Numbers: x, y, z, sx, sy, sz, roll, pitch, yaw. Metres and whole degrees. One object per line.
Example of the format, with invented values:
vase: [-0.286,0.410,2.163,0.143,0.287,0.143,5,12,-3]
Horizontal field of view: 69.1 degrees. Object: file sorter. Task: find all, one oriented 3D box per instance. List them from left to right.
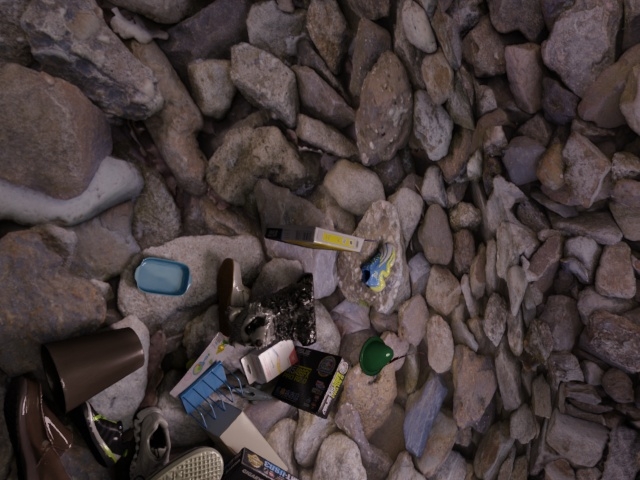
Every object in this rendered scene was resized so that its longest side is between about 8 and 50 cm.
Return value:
file sorter: [-0.355,0.511,1.534,0.170,0.105,0.118,-39,144,-34]

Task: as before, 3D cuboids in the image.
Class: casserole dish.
casserole dish: [-0.506,0.118,1.492,0.189,0.037,0.114,15,79,-40]

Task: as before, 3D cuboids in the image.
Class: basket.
basket: [-0.631,0.341,1.307,0.227,0.154,0.204,-19,107,-43]

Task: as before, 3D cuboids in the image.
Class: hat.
hat: [0.309,0.522,2.081,0.208,0.184,0.173,-50,118,-30]

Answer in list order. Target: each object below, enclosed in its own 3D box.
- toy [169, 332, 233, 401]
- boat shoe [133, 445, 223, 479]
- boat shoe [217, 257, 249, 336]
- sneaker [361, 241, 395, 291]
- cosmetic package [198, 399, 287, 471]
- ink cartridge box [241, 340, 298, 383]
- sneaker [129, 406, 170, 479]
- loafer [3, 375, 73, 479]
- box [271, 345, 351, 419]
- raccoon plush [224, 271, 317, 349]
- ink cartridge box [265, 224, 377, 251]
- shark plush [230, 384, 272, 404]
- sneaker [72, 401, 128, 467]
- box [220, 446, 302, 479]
toy: [-0.402,0.417,1.543,0.237,0.056,0.136,-48,148,-22]
boat shoe: [-0.500,0.774,1.330,0.500,0.156,0.186,-41,108,-14]
boat shoe: [-0.299,0.194,1.632,0.096,0.098,0.276,-4,101,-43]
sneaker: [0.261,0.108,2.115,0.126,0.091,0.240,25,73,-37]
cosmetic package: [-0.263,0.709,1.601,0.113,0.160,0.309,-46,116,-31]
ink cartridge box: [-0.188,0.445,1.733,0.198,0.067,0.115,-27,106,-38]
sneaker: [-0.511,0.667,1.418,0.110,0.118,0.291,-2,91,-43]
loafer: [-0.737,0.520,1.232,0.130,0.134,0.365,-13,107,-44]
box: [-0.038,0.517,1.727,0.060,0.270,0.216,44,63,-32]
raccoon plush: [-0.168,0.257,1.676,0.300,0.446,0.215,-4,97,0]
ink cartridge box: [0.000,0.000,1.755,0.307,0.304,0.072,16,81,-38]
shark plush: [-0.250,0.543,1.676,0.161,0.067,0.073,41,64,-32]
sneaker: [-0.632,0.545,1.351,0.097,0.084,0.234,-38,122,-48]
box: [-0.226,0.848,1.528,0.296,0.293,0.073,38,20,-17]
